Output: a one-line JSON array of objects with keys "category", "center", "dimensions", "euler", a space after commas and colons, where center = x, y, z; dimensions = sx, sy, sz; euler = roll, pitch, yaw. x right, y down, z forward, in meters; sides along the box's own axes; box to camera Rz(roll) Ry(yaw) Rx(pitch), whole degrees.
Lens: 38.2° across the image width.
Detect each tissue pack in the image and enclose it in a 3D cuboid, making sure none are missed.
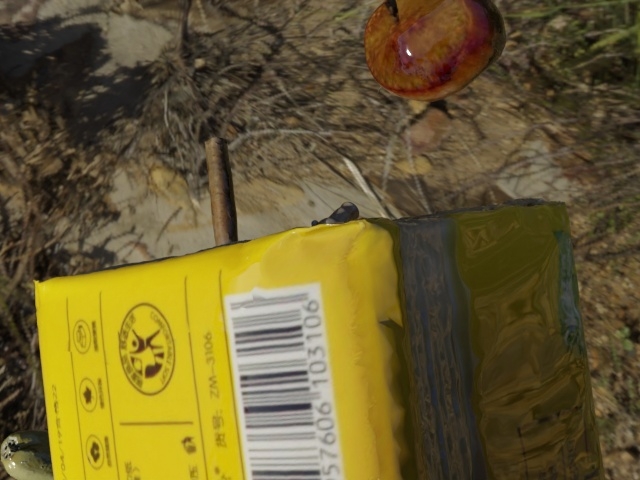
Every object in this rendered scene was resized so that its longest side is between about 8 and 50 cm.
[{"category": "tissue pack", "center": [0.005, 0.185, 0.539], "dimensions": [0.228, 0.293, 0.381], "euler": [-2, 84, -49]}]

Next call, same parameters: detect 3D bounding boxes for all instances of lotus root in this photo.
[{"category": "lotus root", "center": [-0.423, 0.351, 1.477], "dimensions": [0.183, 0.090, 0.077], "euler": [19, 119, -46]}]

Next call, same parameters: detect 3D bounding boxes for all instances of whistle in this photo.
[{"category": "whistle", "center": [0.000, 0.000, 1.579], "dimensions": [0.107, 0.220, 0.057], "euler": [31, 135, 16]}]

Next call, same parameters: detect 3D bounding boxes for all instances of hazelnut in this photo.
[{"category": "hazelnut", "center": [0.166, -0.282, 1.318], "dimensions": [0.204, 0.178, 0.178], "euler": [-20, 108, 37]}]

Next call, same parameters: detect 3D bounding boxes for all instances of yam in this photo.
[{"category": "yam", "center": [-0.174, -0.069, 1.648], "dimensions": [0.046, 0.046, 0.264], "euler": [-5, 61, -8]}]

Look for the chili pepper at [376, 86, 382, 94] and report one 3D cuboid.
[{"category": "chili pepper", "center": [0.136, -0.363, 1.717], "dimensions": [0.084, 0.086, 0.192], "euler": [22, 98, 26]}]
